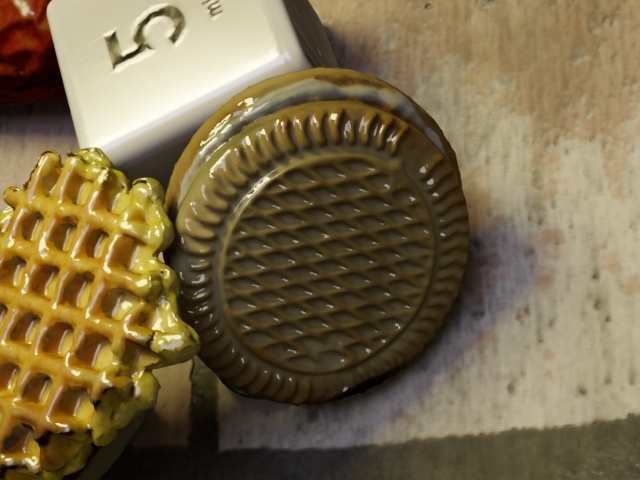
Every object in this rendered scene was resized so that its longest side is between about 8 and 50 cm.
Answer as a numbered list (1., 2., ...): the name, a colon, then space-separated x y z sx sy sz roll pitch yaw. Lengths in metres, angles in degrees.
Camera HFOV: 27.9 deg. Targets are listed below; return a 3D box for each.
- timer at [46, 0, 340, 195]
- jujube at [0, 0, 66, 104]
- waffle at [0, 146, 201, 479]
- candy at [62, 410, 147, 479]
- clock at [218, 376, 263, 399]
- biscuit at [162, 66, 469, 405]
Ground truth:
1. timer: -0.091 -0.130 1.096 0.195 0.192 0.194 -25 59 10
2. jujube: -0.280 -0.221 1.228 0.290 0.197 0.197 -21 58 30
3. waffle: -0.192 0.053 0.949 0.243 0.058 0.238 -39 53 19
4. candy: -0.302 0.192 1.070 0.179 0.135 0.321 32 79 32
5. clock: -0.049 0.092 1.077 0.085 0.017 0.085 -9 62 19
6. biscuit: 0.000 0.000 0.980 0.259 0.259 0.079 -42 29 -1
